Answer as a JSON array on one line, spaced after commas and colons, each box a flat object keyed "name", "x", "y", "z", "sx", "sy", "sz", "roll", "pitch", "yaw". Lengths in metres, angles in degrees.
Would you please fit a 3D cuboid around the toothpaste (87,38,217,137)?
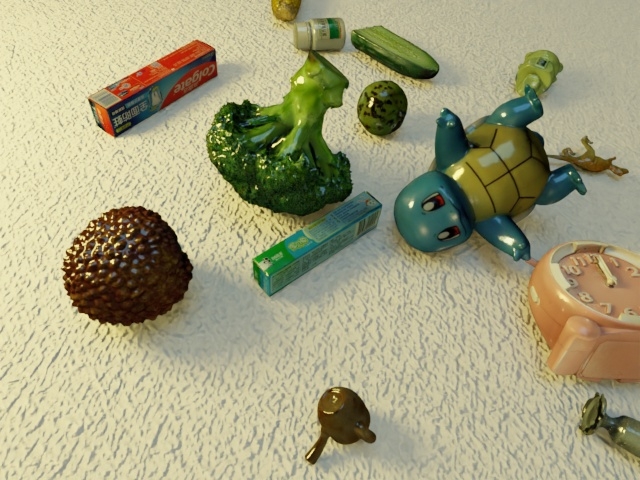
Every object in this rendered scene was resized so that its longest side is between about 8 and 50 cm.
[{"name": "toothpaste", "x": -0.367, "y": -0.352, "z": 1.081, "sx": 0.066, "sy": 0.076, "sz": 0.320, "roll": 33, "pitch": 56, "yaw": 18}]

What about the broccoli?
[{"name": "broccoli", "x": -0.048, "y": -0.182, "z": 0.867, "sx": 0.297, "sy": 0.297, "sz": 0.298, "roll": 31, "pitch": 29, "yaw": -19}]

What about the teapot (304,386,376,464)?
[{"name": "teapot", "x": 0.022, "y": 0.260, "z": 0.654, "sx": 0.110, "sy": 0.080, "sz": 0.085, "roll": -43, "pitch": 38, "yaw": -18}]

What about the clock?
[{"name": "clock", "x": 0.460, "y": 0.106, "z": 0.794, "sx": 0.227, "sy": 0.142, "sz": 0.241, "roll": 2, "pitch": 43, "yaw": -1}]

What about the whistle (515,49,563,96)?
[{"name": "whistle", "x": 0.561, "y": -0.427, "z": 1.239, "sx": 0.105, "sy": 0.085, "sz": 0.227, "roll": 28, "pitch": 53, "yaw": 15}]

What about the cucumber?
[{"name": "cucumber", "x": 0.200, "y": -0.483, "z": 1.254, "sx": 0.244, "sy": 0.063, "sz": 0.115, "roll": 40, "pitch": 52, "yaw": 22}]

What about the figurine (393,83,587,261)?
[{"name": "figurine", "x": 0.322, "y": -0.137, "z": 0.895, "sx": 0.416, "sy": 0.243, "sz": 0.298, "roll": -37, "pitch": 106, "yaw": -30}]

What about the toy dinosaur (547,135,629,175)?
[{"name": "toy dinosaur", "x": 0.599, "y": -0.173, "z": 1.078, "sx": 0.162, "sy": 0.039, "sz": 0.126, "roll": -21, "pitch": 59, "yaw": -19}]

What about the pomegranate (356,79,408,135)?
[{"name": "pomegranate", "x": 0.129, "y": -0.305, "z": 1.083, "sx": 0.122, "sy": 0.122, "sz": 0.161, "roll": -22, "pitch": 35, "yaw": -22}]

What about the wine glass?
[{"name": "wine glass", "x": 0.466, "y": 0.287, "z": 0.685, "sx": 0.155, "sy": 0.072, "sz": 0.072, "roll": 27, "pitch": 54, "yaw": 15}]

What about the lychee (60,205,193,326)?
[{"name": "lychee", "x": -0.297, "y": 0.040, "z": 0.726, "sx": 0.188, "sy": 0.188, "sz": 0.188, "roll": 3, "pitch": 52, "yaw": -4}]

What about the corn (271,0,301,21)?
[{"name": "corn", "x": -0.096, "y": -0.724, "z": 1.387, "sx": 0.097, "sy": 0.097, "sz": 0.262, "roll": 4, "pitch": 53, "yaw": -3}]

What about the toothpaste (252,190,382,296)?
[{"name": "toothpaste", "x": 0.000, "y": 0.000, "z": 0.857, "sx": 0.266, "sy": 0.065, "sz": 0.050, "roll": -32, "pitch": 62, "yaw": -27}]

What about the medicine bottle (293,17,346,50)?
[{"name": "medicine bottle", "x": -0.004, "y": -0.549, "z": 1.271, "sx": 0.130, "sy": 0.080, "sz": 0.080, "roll": -9, "pitch": 54, "yaw": -14}]
